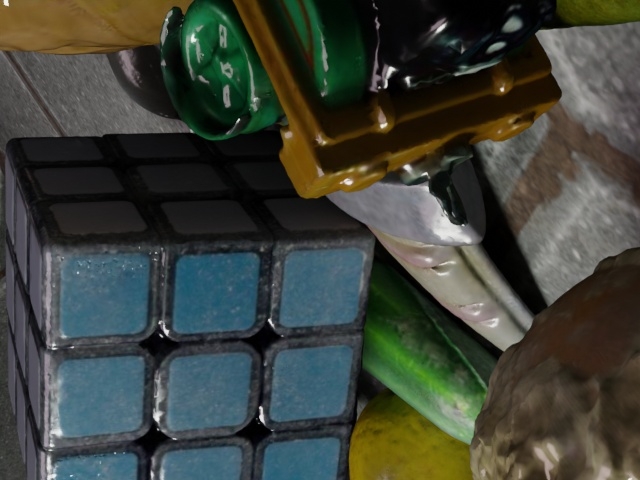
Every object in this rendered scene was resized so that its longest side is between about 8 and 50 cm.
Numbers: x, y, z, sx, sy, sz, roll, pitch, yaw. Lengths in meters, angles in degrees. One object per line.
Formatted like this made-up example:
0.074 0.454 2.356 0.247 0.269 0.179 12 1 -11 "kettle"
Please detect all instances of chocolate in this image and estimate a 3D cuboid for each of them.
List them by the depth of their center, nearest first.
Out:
0.125 0.134 1.274 0.291 0.110 0.110 39 158 30 "chocolate"

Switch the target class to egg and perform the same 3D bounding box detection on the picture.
0.221 0.135 0.755 0.279 0.279 0.310 41 158 34 "egg"

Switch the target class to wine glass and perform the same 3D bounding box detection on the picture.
-0.174 -0.185 1.399 0.103 0.103 0.222 25 148 56 "wine glass"

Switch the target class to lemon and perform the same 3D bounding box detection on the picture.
0.115 0.244 1.367 0.170 0.170 0.207 176 82 -70 "lemon"

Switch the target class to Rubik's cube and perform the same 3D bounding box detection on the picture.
-0.146 0.075 1.258 0.304 0.305 0.301 -132 42 -59 "Rubik's cube"

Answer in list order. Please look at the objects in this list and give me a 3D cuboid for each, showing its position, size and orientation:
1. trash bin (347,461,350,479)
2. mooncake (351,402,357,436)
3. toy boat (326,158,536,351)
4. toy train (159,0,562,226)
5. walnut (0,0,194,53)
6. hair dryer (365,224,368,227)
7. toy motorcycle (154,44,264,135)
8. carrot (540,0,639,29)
0.136 0.373 1.534 0.301 0.203 0.252 50 127 5 "trash bin"
-0.123 0.274 1.750 0.194 0.356 0.356 54 163 -14 "mooncake"
0.070 -0.033 1.082 0.276 0.111 0.293 49 174 36 "toy boat"
0.005 -0.215 0.675 0.429 0.178 0.249 65 149 9 "toy train"
-0.210 -0.309 0.910 0.398 0.308 0.354 54 178 -14 "walnut"
-0.007 -0.010 1.399 0.195 0.053 0.220 50 162 11 "hair dryer"
-0.115 -0.196 1.267 0.130 0.094 0.229 48 176 29 "toy motorcycle"
0.151 -0.150 0.696 0.074 0.074 0.358 58 164 -17 "carrot"
